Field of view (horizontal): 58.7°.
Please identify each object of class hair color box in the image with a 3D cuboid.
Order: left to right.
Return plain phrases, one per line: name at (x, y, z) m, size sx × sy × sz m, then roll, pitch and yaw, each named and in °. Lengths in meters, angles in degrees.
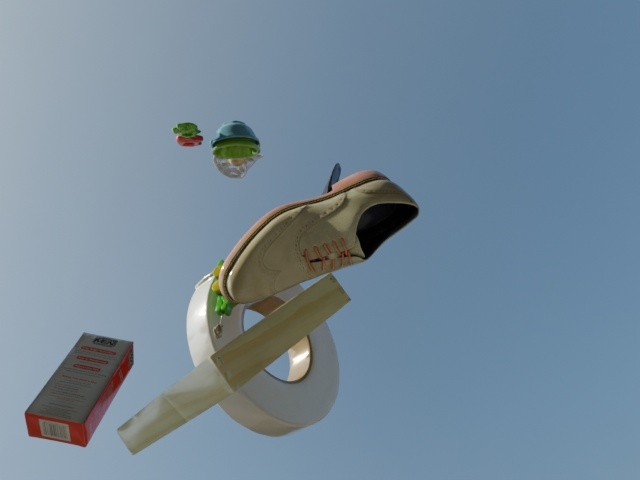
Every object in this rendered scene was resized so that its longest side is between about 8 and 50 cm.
hair color box at (-0.290, 0.178, 0.699) m, size 0.072 × 0.141 × 0.043 m, roll 11°, pitch -58°, yaw 2°

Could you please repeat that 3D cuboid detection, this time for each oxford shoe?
oxford shoe at (0.000, 0.000, 1.038) m, size 0.397 × 0.146 × 0.140 m, roll -34°, pitch -54°, yaw -14°

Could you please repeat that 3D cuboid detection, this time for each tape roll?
tape roll at (-0.113, 0.220, 1.225) m, size 0.072 × 0.392 × 0.392 m, roll -35°, pitch -55°, yaw 29°

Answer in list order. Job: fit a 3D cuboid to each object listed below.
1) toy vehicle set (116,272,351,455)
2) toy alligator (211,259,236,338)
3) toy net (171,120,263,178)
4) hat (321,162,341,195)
toy vehicle set at (-0.099, 0.135, 0.599) m, size 0.166 × 0.035 × 0.267 m, roll -32°, pitch -6°, yaw -44°
toy alligator at (-0.175, 0.105, 1.095) m, size 0.051 × 0.190 × 0.056 m, roll -17°, pitch -46°, yaw 9°
toy net at (-0.149, -0.129, 0.877) m, size 0.122 × 0.232 × 0.045 m, roll -6°, pitch -98°, yaw -2°
hat at (0.048, -0.043, 1.589) m, size 0.134 × 0.331 × 0.331 m, roll 19°, pitch -68°, yaw 2°
